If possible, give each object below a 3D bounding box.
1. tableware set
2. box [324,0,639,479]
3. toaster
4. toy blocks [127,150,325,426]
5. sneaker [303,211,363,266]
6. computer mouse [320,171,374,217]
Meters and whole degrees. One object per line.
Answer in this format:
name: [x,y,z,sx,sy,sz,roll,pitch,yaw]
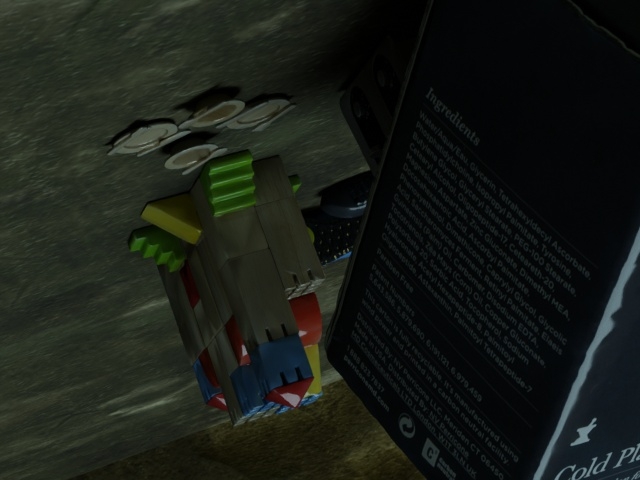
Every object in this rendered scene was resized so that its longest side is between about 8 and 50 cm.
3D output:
tableware set: [-0.110,-0.103,1.544,0.141,0.020,0.168,-26,167,24]
box: [0.313,-0.038,1.432,0.479,0.297,0.472,-13,133,-33]
toaster: [0.130,-0.139,1.562,0.185,0.110,0.168,-16,168,-22]
toy blocks: [-0.079,0.083,1.839,0.190,0.261,0.381,-16,168,-20]
sneaker: [0.000,0.000,2.057,0.209,0.069,0.082,-17,174,-25]
computer mouse: [0.115,-0.076,1.983,0.242,0.041,0.071,-20,167,-2]
